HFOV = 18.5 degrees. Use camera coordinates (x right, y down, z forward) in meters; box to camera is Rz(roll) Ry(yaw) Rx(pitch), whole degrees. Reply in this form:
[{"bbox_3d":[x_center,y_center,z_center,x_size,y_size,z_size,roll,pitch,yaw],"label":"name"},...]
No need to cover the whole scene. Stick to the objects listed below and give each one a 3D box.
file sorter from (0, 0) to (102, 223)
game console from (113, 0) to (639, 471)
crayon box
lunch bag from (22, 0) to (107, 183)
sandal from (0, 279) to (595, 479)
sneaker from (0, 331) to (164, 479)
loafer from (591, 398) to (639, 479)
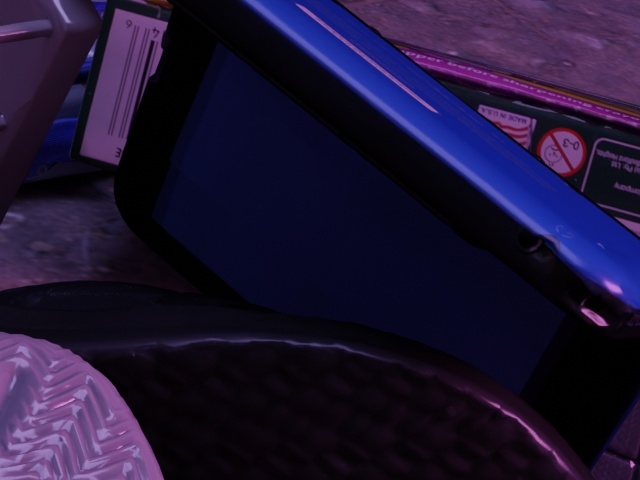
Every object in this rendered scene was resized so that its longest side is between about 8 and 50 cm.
[{"bbox_3d":[-0.252,-0.072,0.876,0.173,0.278,0.193,-13,63,-37],"label":"file sorter"},{"bbox_3d":[0.000,0.000,0.862,0.293,0.173,0.250,39,11,17],"label":"game console"},{"bbox_3d":[0.072,-0.055,1.158,0.363,0.106,0.313,16,7,7],"label":"crayon box"},{"bbox_3d":[-0.251,-0.113,1.218,0.303,0.115,0.243,-16,39,-44],"label":"lunch bag"},{"bbox_3d":[-0.090,0.075,0.825,0.445,0.167,0.107,12,30,0],"label":"sandal"},{"bbox_3d":[-0.109,0.191,0.532,0.124,0.180,0.321,7,52,-9],"label":"sneaker"},{"bbox_3d":[0.203,0.106,1.005,0.302,0.109,0.095,17,5,-5],"label":"loafer"}]
